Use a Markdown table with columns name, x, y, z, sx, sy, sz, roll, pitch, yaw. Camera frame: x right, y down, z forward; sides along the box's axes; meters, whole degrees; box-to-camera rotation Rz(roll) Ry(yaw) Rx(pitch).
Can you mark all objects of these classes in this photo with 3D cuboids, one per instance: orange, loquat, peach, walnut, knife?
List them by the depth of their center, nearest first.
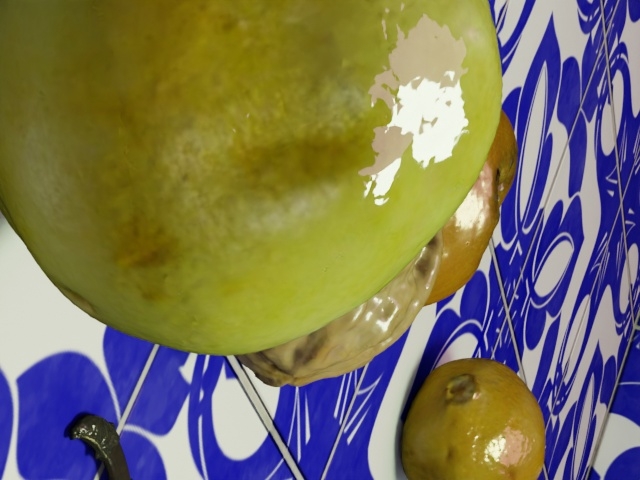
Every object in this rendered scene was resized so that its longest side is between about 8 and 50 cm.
| name | x | y | z | sx | sy | sz | roll | pitch | yaw |
| --- | --- | --- | --- | --- | --- | --- | --- | --- | --- |
| peach | -0.061 | -0.103 | 0.994 | 0.281 | 0.314 | 0.316 | -109 | 176 | -67 |
| knife | -0.157 | 0.203 | 1.310 | 0.222 | 0.021 | 0.045 | 76 | 32 | -44 |
| walnut | 0.000 | 0.000 | 1.364 | 0.198 | 0.198 | 0.245 | 55 | 52 | -64 |
| orange | 0.084 | -0.048 | 1.559 | 0.249 | 0.183 | 0.249 | 12 | 90 | -71 |
| loquat | 0.190 | 0.248 | 2.056 | 0.187 | 0.176 | 0.234 | -43 | 141 | -30 |
